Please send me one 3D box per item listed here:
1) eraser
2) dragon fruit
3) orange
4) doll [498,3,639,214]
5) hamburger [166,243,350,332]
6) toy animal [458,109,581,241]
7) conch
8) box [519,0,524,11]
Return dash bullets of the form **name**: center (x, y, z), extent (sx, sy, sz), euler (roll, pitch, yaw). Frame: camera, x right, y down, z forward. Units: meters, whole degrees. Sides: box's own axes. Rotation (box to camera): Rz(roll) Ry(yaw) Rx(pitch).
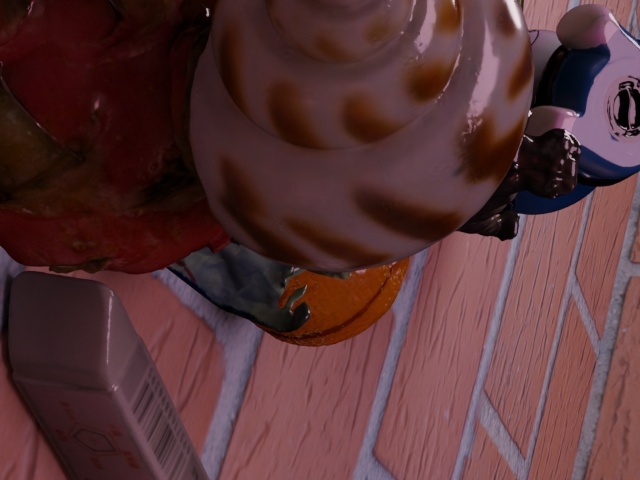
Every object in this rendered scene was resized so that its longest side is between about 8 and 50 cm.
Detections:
- **eraser**: center (-0.149, 0.159, 1.097), extent (0.352, 0.089, 0.061), euler (74, 30, -46)
- **dragon fruit**: center (-0.136, -0.124, 0.830), extent (0.291, 0.269, 0.250), euler (77, 21, -48)
- **orange**: center (0.000, 0.000, 1.305), extent (0.193, 0.161, 0.193), euler (-11, 103, -56)
- **doll**: center (0.285, -0.152, 1.783), extent (0.240, 0.310, 0.284), euler (44, 71, -21)
- **hamburger**: center (-0.042, -0.070, 1.150), extent (0.276, 0.260, 0.150), euler (-40, 172, -11)
- **toy animal**: center (0.136, -0.061, 1.394), extent (0.168, 0.343, 0.106), euler (12, 75, -29)
- **conch**: center (0.023, -0.082, 0.717), extent (0.183, 0.148, 0.275), euler (-64, 146, -14)
- **box**: center (0.102, -0.307, 1.478), extent (0.420, 0.138, 0.373), euler (-12, 108, -67)
